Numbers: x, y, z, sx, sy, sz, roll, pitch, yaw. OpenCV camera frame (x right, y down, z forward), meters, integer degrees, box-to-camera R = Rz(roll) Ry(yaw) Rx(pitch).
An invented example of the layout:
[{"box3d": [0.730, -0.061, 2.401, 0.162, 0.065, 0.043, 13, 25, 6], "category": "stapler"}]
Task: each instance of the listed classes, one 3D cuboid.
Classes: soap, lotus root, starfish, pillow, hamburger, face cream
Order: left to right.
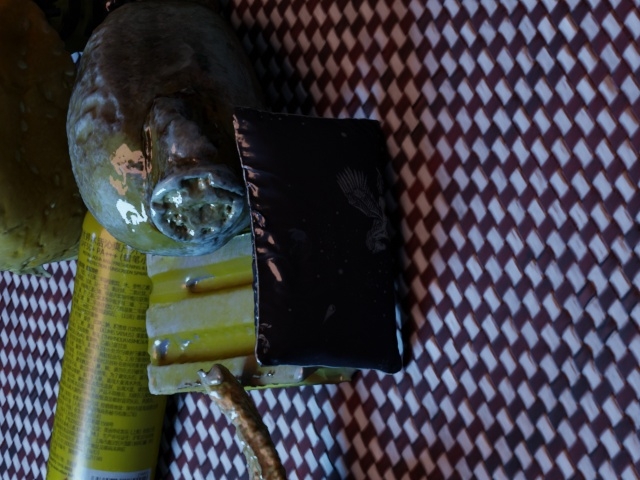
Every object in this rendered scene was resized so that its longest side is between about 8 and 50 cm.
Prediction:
[{"box3d": [-0.323, -0.075, 1.730, 0.162, 0.209, 0.330, -1, 126, 40], "category": "hamburger"}, {"box3d": [-0.184, 0.079, 1.727, 0.105, 0.105, 0.349, 25, 109, 52], "category": "face cream"}, {"box3d": [-0.128, -0.107, 1.585, 0.349, 0.175, 0.175, -98, 29, -54], "category": "lotus root"}, {"box3d": [-0.061, 0.260, 1.465, 0.375, 0.094, 0.327, 130, 144, -57], "category": "starfish"}, {"box3d": [-0.060, 0.061, 1.579, 0.233, 0.076, 0.135, -12, 78, 53], "category": "soap"}, {"box3d": [0.000, 0.000, 1.446, 0.055, 0.141, 0.208, -23, 67, 54], "category": "pillow"}]

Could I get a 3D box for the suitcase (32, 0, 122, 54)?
[{"box3d": [-0.284, -0.276, 1.849, 0.235, 0.143, 0.194, -14, 78, 53], "category": "suitcase"}]
